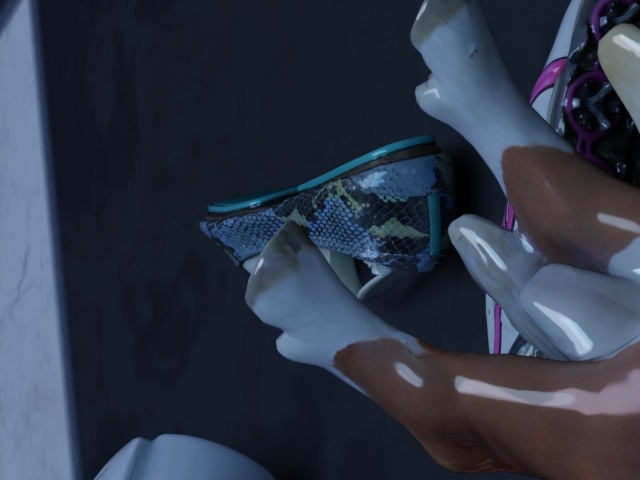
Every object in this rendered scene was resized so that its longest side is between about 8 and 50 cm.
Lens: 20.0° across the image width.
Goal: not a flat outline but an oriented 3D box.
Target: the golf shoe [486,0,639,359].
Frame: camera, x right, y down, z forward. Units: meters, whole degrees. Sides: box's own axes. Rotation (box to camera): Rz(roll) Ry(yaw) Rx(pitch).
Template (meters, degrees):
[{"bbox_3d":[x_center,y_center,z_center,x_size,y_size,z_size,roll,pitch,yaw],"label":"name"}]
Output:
[{"bbox_3d":[0.088,-0.007,0.643,0.086,0.067,0.186,19,103,63],"label":"golf shoe"}]

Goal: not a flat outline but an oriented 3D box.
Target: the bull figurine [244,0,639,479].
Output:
[{"bbox_3d":[0.111,-0.048,0.348,0.188,0.101,0.310,29,123,12],"label":"bull figurine"}]

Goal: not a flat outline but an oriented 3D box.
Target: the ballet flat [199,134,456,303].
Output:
[{"bbox_3d":[0.000,0.000,0.818,0.188,0.070,0.070,166,107,-64],"label":"ballet flat"}]

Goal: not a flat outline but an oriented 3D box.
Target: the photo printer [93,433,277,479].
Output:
[{"bbox_3d":[-0.119,0.274,0.830,0.256,0.107,0.308,-55,14,43],"label":"photo printer"}]
